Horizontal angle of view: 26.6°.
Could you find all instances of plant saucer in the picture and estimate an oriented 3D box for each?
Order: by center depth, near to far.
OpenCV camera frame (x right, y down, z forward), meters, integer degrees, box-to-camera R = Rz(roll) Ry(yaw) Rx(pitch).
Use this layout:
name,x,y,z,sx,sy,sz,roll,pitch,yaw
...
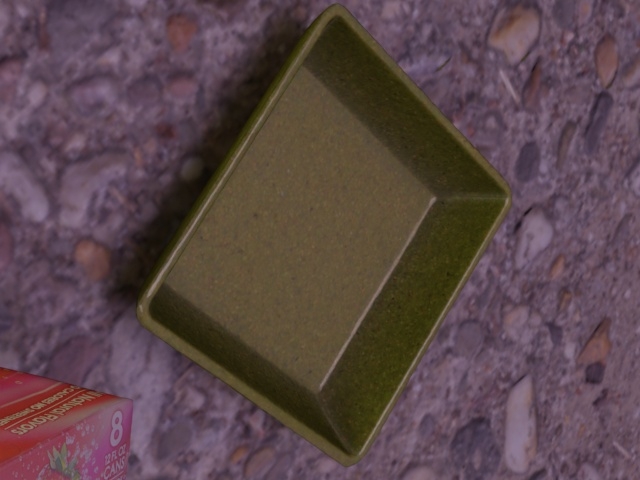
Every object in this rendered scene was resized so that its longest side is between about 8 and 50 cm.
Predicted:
name,x,y,z,sx,sy,sz,roll,pitch,yaw
plant saucer,0.000,0.000,0.726,0.188,0.045,0.188,41,76,-40

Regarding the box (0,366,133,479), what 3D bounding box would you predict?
name,x,y,z,sx,sy,sz,roll,pitch,yaw
box,-0.196,0.136,0.442,0.300,0.154,0.142,-22,122,-70
